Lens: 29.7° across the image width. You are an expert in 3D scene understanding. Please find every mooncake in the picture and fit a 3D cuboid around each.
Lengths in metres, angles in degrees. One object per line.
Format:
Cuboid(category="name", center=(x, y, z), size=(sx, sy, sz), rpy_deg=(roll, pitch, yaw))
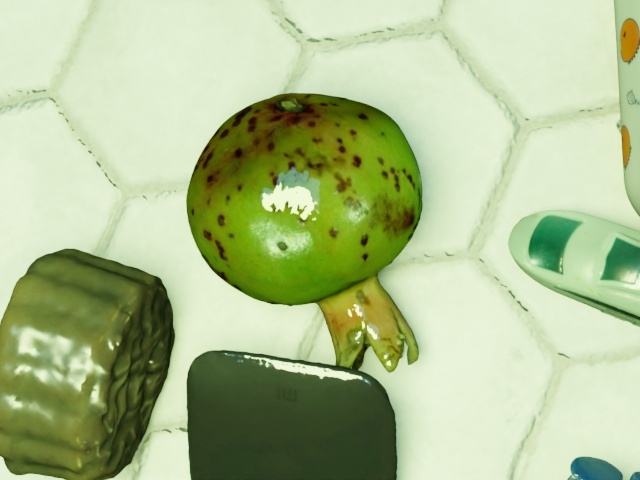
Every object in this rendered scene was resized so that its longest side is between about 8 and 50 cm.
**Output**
Cuboid(category="mooncake", center=(-0.226, 0.126, 1.181), size=(0.124, 0.228, 0.228), rpy_deg=(10, 82, 8))

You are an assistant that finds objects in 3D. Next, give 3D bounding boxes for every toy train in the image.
Cuboid(category="toy train", center=(0.378, 0.062, 1.185), size=(0.407, 0.088, 0.086), rpy_deg=(21, 84, 11))

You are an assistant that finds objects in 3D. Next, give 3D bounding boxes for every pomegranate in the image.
Cuboid(category="pomegranate", center=(-0.016, -0.003, 1.187), size=(0.231, 0.231, 0.285), rpy_deg=(-1, 91, 7))

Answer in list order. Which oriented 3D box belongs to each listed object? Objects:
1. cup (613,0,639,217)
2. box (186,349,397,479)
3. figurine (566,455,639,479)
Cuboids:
Cuboid(category="cup", center=(0.392, -0.164, 1.158), size=(0.212, 0.212, 0.317), rpy_deg=(-1, 81, 7))
Cuboid(category="box", center=(-0.028, 0.203, 1.192), size=(0.213, 0.042, 0.201), rpy_deg=(6, 111, 11))
Cuboid(category="figurine", center=(0.238, 0.326, 1.151), size=(0.164, 0.121, 0.262), rpy_deg=(37, 100, -1))
